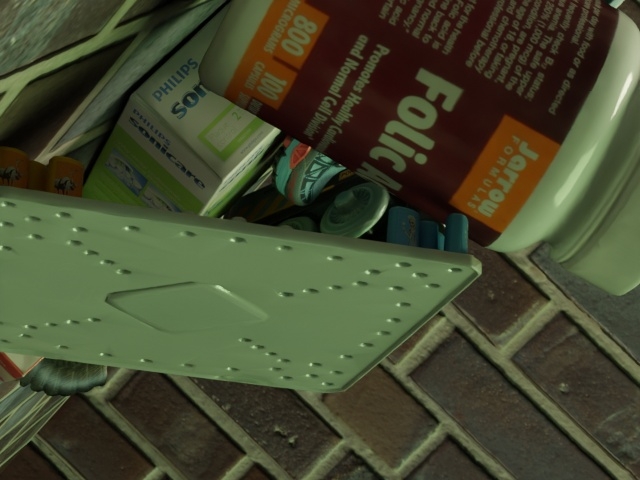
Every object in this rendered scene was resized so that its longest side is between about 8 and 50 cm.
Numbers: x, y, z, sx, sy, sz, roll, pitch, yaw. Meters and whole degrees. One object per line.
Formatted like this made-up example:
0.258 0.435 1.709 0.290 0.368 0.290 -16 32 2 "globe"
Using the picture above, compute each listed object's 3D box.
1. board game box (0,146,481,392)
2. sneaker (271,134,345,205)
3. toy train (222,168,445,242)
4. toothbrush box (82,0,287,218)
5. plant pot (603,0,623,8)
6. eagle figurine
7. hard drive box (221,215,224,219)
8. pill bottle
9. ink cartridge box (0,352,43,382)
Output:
-0.111 0.036 1.626 0.390 0.390 0.050 131 -36 -65 "board game box"
0.053 -0.103 1.779 0.262 0.125 0.104 -50 177 39 "sneaker"
0.000 0.000 1.958 0.334 0.142 0.190 -24 -148 29 "toy train"
-0.107 -0.107 1.870 0.206 0.122 0.283 -46 178 -28 "toothbrush box"
0.194 -0.334 2.305 0.252 0.247 0.248 -18 -158 52 "plant pot"
-0.229 0.064 2.206 0.226 0.225 0.298 -5 178 -36 "eagle figurine"
-0.241 0.037 2.652 0.232 0.089 0.181 -47 179 40 "hard drive box"
0.119 -0.129 1.571 0.224 0.392 0.224 -61 -177 6 "pill bottle"
-0.310 0.086 2.002 0.115 0.067 0.198 -45 -171 -20 "ink cartridge box"
